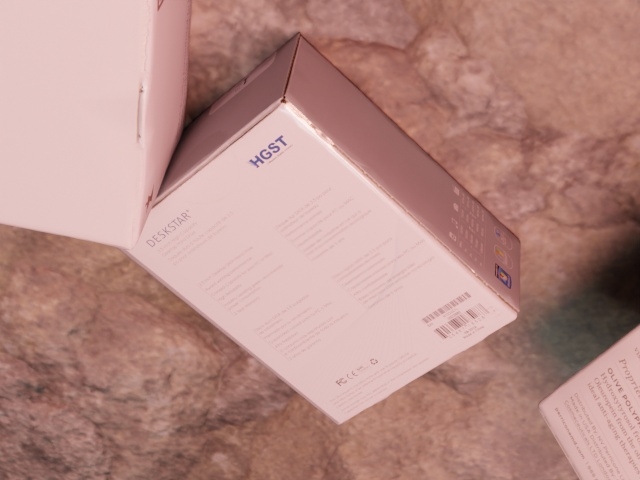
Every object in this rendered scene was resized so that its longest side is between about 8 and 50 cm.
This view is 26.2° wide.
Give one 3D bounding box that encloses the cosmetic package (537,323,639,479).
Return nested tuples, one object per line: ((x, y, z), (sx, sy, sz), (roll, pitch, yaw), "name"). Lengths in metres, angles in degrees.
((0.332, 0.061, 0.838), (0.197, 0.155, 0.365), (-11, 154, -39), "cosmetic package")

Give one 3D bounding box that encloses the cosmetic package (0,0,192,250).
((-0.277, -0.151, 0.864), (0.385, 0.156, 0.217), (11, 129, -1), "cosmetic package")

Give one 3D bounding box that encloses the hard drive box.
((0.000, 0.000, 0.975), (0.181, 0.089, 0.232), (-35, 116, 30), "hard drive box")
